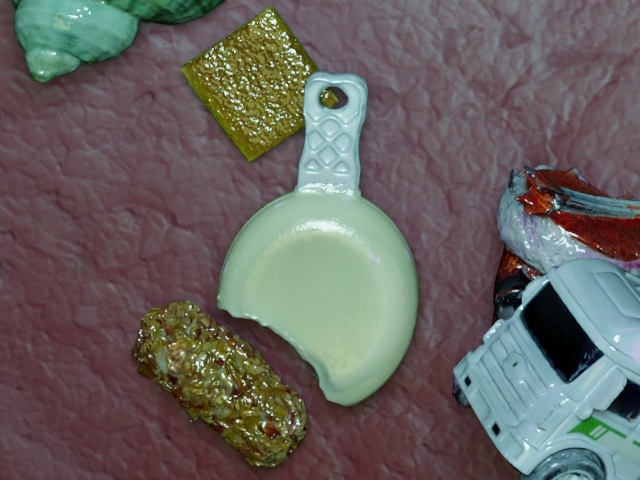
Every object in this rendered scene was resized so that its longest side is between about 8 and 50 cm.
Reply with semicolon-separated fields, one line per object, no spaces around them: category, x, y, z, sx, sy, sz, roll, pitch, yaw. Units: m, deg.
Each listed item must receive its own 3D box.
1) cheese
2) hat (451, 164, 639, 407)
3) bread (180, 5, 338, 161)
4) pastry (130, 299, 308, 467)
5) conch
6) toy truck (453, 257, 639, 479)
cheese;0.021;0.001;1.518;0.163;0.071;0.249;24;106;-5
hat;0.161;0.047;1.507;0.129;0.140;0.227;41;118;22
bread;-0.048;-0.124;1.519;0.090;0.035;0.094;-35;99;12
pastry;-0.082;0.119;1.565;0.169;0.063;0.087;38;106;-6
conch;-0.159;-0.208;1.467;0.188;0.122;0.176;-41;124;17
toy truck;0.279;0.146;1.447;0.363;0.176;0.178;24;110;-28
